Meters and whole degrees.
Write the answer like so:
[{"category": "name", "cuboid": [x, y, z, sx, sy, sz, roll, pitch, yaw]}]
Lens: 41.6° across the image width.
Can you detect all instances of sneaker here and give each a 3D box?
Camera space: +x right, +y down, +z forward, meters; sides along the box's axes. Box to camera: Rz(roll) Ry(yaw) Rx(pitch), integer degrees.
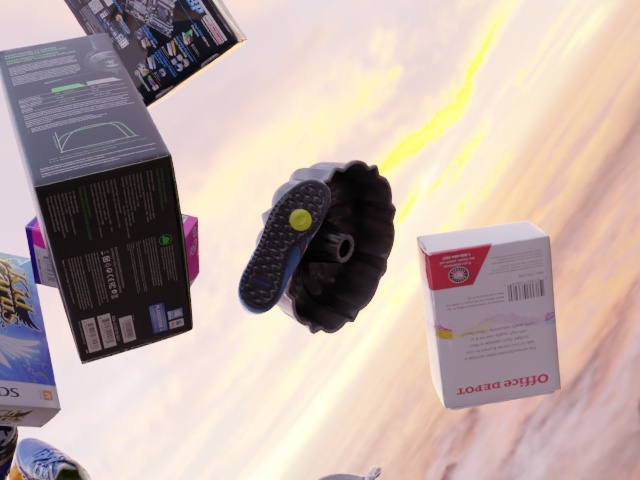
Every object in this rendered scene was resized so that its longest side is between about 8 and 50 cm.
[{"category": "sneaker", "cuboid": [-0.430, 0.379, 1.390, 0.080, 0.211, 0.081, -31, -43, -42]}, {"category": "sneaker", "cuboid": [-0.054, 0.008, 1.180, 0.209, 0.069, 0.082, -62, 0, -12]}]

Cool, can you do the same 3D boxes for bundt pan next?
[{"category": "bundt pan", "cuboid": [0.000, 0.000, 1.566, 0.331, 0.124, 0.331, -26, -56, -45]}]

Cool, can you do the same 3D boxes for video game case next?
[{"category": "video game case", "cuboid": [-0.500, 0.122, 1.168, 0.061, 0.269, 0.244, -39, -34, 26]}]

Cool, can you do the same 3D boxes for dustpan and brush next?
[{"category": "dustpan and brush", "cuboid": [0.074, 0.422, 1.438, 0.211, 0.147, 0.060, 33, -107, -74]}]

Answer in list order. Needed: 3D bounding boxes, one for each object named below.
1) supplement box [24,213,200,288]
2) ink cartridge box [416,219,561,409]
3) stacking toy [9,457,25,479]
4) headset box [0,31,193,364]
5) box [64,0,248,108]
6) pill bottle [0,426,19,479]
[{"category": "supplement box", "cuboid": [-0.297, 0.015, 1.229, 0.114, 0.220, 0.111, -64, -15, -50]}, {"category": "ink cartridge box", "cuboid": [0.307, 0.134, 1.555, 0.131, 0.226, 0.306, -105, 7, -73]}, {"category": "stacking toy", "cuboid": [-0.563, 0.499, 1.477, 0.175, 0.166, 0.302, -18, 45, 55]}, {"category": "headset box", "cuboid": [-0.252, -0.058, 0.931, 0.131, 0.283, 0.246, -16, -47, -18]}, {"category": "box", "cuboid": [-0.229, -0.310, 1.116, 0.175, 0.220, 0.051, -31, 9, 19]}, {"category": "pill bottle", "cuboid": [-0.547, 0.366, 1.304, 0.123, 0.123, 0.219, -43, -22, -59]}]
